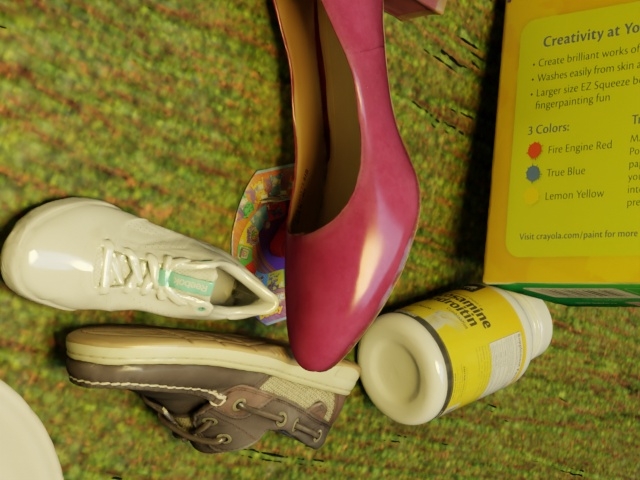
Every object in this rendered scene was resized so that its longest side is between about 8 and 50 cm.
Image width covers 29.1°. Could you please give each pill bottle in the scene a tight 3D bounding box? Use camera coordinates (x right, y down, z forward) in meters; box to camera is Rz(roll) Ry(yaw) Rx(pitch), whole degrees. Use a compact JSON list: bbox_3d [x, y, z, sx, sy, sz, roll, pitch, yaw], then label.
[{"bbox_3d":[0.129,0.097,1.135,0.184,0.103,0.103,-16,112,-42],"label":"pill bottle"}]

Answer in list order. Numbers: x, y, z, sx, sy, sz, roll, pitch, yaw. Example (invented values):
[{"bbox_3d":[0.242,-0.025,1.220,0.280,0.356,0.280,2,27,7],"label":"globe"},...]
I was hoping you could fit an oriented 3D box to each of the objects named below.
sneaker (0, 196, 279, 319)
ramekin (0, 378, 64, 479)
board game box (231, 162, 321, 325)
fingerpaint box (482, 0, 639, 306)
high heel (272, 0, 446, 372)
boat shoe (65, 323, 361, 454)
[{"bbox_3d":[-0.118,0.021,0.872,0.212,0.094,0.080,10,95,-46],"label":"sneaker"},{"bbox_3d":[-0.295,0.176,0.712,0.273,0.127,0.273,-15,111,-43],"label":"ramekin"},{"bbox_3d":[0.000,0.000,1.029,0.169,0.033,0.133,-15,111,-42],"label":"board game box"},{"bbox_3d":[0.376,-0.131,1.032,0.163,0.445,0.371,14,77,-47],"label":"fingerpaint box"},{"bbox_3d":[-0.016,-0.100,0.917,0.181,0.127,0.377,19,73,-32],"label":"high heel"},{"bbox_3d":[-0.075,0.118,0.939,0.285,0.103,0.092,13,86,-52],"label":"boat shoe"}]
